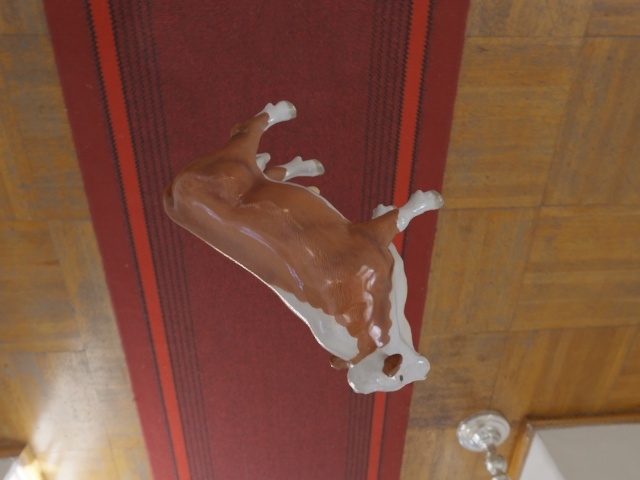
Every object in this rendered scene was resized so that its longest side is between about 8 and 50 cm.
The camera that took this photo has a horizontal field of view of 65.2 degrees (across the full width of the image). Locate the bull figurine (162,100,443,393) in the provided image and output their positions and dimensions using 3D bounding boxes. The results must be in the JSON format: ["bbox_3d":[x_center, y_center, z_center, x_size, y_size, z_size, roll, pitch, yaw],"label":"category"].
[{"bbox_3d":[0.000,0.000,0.483,0.310,0.188,0.101,36,151,8],"label":"bull figurine"}]
